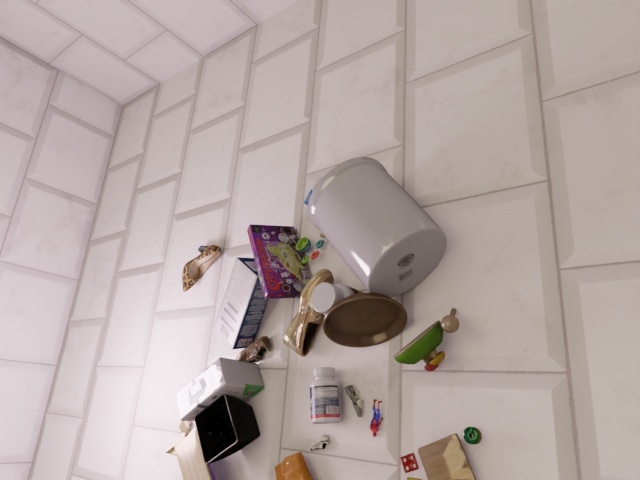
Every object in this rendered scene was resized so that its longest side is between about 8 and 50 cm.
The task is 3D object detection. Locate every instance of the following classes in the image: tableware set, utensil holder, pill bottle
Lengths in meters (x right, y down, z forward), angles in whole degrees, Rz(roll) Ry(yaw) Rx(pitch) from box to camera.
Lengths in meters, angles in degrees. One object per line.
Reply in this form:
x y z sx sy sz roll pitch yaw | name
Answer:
-0.576 0.865 2.048 0.169 0.020 0.141 9 80 41 | tableware set
0.187 -0.046 1.587 0.327 0.328 0.385 -48 50 14 | utensil holder
0.077 0.221 1.628 0.131 0.229 0.131 -17 62 34 | pill bottle
0.016 0.539 1.628 0.108 0.108 0.180 -21 59 32 | pill bottle

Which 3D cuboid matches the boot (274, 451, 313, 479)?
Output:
-0.047 0.819 1.566 0.295 0.104 0.211 -33 54 31 | boot

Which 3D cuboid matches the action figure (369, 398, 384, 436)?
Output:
0.182 0.580 1.526 0.038 0.030 0.115 1 77 46 | action figure

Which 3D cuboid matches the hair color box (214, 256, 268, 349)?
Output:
-0.321 0.263 1.972 0.174 0.105 0.347 35 111 42 | hair color box

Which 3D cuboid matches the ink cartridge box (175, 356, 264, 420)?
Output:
-0.405 0.607 1.884 0.289 0.211 0.121 -41 50 21 | ink cartridge box

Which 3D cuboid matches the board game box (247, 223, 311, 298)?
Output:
-0.165 0.080 1.909 0.056 0.208 0.346 117 142 -45 | board game box

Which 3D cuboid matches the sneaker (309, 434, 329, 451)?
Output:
-0.003 0.711 1.623 0.083 0.032 0.037 -47 49 16 | sneaker

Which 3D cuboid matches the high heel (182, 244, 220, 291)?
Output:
-0.590 0.138 2.312 0.186 0.093 0.261 1 64 47 | high heel

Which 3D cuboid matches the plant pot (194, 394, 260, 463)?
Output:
-0.347 0.727 1.810 0.188 0.167 0.187 -40 53 19 | plant pot

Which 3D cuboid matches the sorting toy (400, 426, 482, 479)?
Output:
0.357 0.644 1.339 0.275 0.046 0.132 -35 53 23 | sorting toy

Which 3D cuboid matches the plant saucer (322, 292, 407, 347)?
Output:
0.144 0.259 1.534 0.278 0.278 0.041 -34 38 25 | plant saucer

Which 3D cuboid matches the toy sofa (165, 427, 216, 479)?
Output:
-0.455 0.929 1.828 0.177 0.150 0.362 -40 50 4 | toy sofa

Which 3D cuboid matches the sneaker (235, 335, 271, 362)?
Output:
-0.278 0.474 1.931 0.188 0.066 0.071 -44 51 18 | sneaker

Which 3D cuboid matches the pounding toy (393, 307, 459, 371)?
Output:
0.347 0.325 1.425 0.237 0.183 0.110 -43 75 14 | pounding toy

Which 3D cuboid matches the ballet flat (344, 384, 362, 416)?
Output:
0.120 0.541 1.590 0.041 0.041 0.114 -44 50 17 | ballet flat

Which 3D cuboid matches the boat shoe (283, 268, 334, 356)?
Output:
-0.020 0.274 1.773 0.110 0.122 0.341 31 103 39 | boat shoe

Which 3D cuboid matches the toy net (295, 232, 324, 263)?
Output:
0.000 0.000 1.890 0.232 0.045 0.122 -33 33 23 | toy net

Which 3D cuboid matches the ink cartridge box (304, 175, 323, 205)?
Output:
0.053 -0.160 1.913 0.231 0.078 0.134 33 95 43 | ink cartridge box
